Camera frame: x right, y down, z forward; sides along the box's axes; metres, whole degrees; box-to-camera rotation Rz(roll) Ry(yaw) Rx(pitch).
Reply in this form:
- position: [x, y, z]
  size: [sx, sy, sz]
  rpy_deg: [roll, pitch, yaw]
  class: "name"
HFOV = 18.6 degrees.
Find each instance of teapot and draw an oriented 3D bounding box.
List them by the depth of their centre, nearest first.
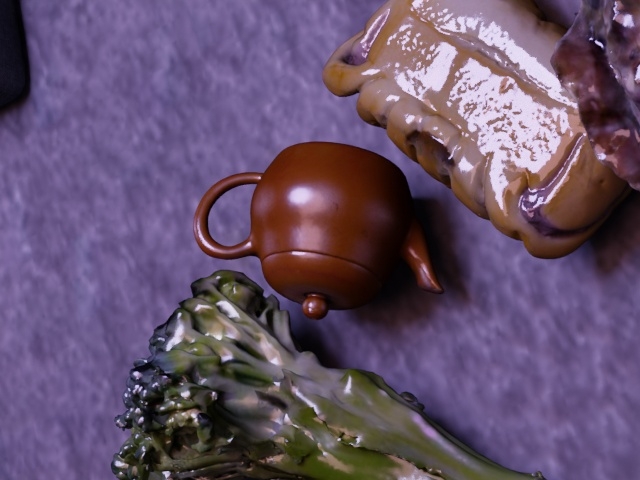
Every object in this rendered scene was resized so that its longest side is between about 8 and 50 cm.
- position: [0.000, 0.000, 1.284]
  size: [0.173, 0.116, 0.116]
  rpy_deg: [9, 87, 8]
  class: "teapot"

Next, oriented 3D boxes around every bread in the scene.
- position: [0.111, -0.093, 1.255]
  size: [0.134, 0.081, 0.225]
  rpy_deg: [-51, 59, 9]
  class: "bread"

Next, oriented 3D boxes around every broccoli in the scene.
- position: [0.010, 0.136, 1.267]
  size: [0.304, 0.165, 0.145]
  rpy_deg: [17, 132, 22]
  class: "broccoli"

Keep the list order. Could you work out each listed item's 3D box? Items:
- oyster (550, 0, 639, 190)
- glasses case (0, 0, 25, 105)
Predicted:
- position: [0.256, -0.083, 1.133]
  size: [0.271, 0.100, 0.275]
  rpy_deg: [37, 95, 16]
  class: "oyster"
- position: [-0.310, -0.257, 1.509]
  size: [0.074, 0.131, 0.323]
  rpy_deg: [-21, 72, 27]
  class: "glasses case"
